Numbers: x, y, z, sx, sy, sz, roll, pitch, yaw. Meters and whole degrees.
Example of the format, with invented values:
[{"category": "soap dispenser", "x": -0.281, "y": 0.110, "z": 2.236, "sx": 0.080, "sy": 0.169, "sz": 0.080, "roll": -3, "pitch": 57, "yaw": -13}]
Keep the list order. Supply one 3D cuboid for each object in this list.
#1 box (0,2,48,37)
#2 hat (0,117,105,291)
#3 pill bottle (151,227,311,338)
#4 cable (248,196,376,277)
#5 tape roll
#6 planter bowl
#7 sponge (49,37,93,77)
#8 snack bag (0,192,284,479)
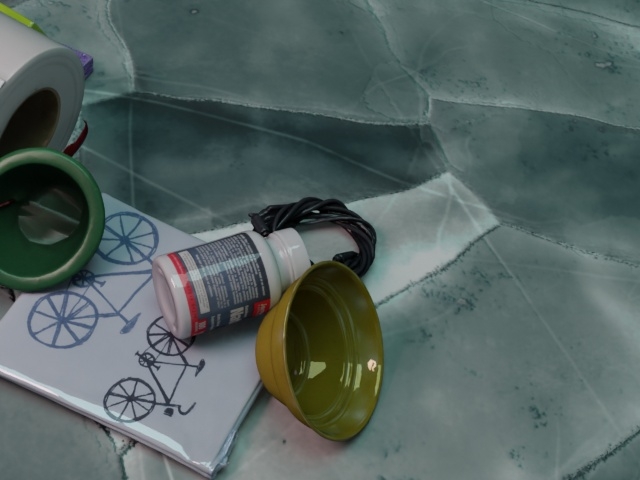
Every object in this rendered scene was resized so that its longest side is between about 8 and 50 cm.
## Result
[{"category": "box", "x": -0.448, "y": -0.304, "z": 1.890, "sx": 0.178, "sy": 0.109, "sz": 0.042, "roll": 32, "pitch": 83, "yaw": 18}, {"category": "hat", "x": -0.350, "y": -0.035, "z": 1.729, "sx": 0.208, "sy": 0.183, "sz": 0.173, "roll": -37, "pitch": 92, "yaw": -2}, {"category": "pill bottle", "x": -0.107, "y": 0.047, "z": 1.640, "sx": 0.180, "sy": 0.108, "sz": 0.108, "roll": -17, "pitch": 54, "yaw": -19}, {"category": "cable", "x": 0.000, "y": 0.000, "z": 1.776, "sx": 0.184, "sy": 0.047, "sz": 0.150, "roll": -1, "pitch": 38, "yaw": -27}, {"category": "tape roll", "x": -0.446, "y": -0.177, "z": 1.733, "sx": 0.169, "sy": 0.246, "sz": 0.246, "roll": 29, "pitch": 50, "yaw": 13}, {"category": "planter bowl", "x": -0.016, "y": 0.136, "z": 1.616, "sx": 0.090, "sy": 0.217, "sz": 0.217, "roll": -8, "pitch": 38, "yaw": 33}, {"category": "sponge", "x": -0.454, "y": -0.267, "z": 1.952, "sx": 0.210, "sy": 0.031, "sz": 0.117, "roll": 23, "pitch": 48, "yaw": 10}, {"category": "snack bag", "x": -0.208, "y": 0.108, "z": 1.670, "sx": 0.342, "sy": 0.037, "sz": 0.323, "roll": 24, "pitch": 50, "yaw": 9}]
